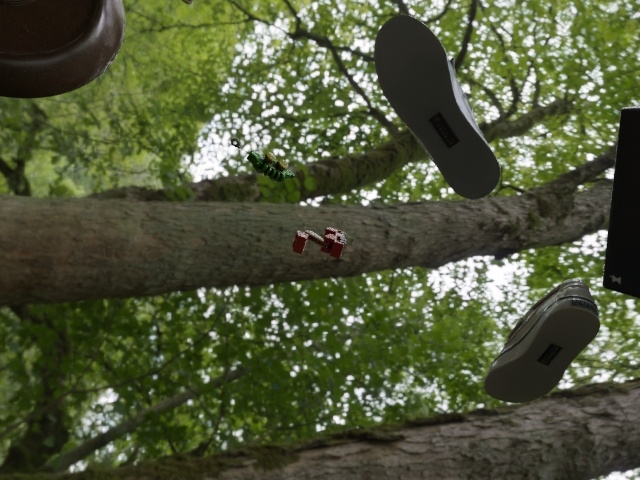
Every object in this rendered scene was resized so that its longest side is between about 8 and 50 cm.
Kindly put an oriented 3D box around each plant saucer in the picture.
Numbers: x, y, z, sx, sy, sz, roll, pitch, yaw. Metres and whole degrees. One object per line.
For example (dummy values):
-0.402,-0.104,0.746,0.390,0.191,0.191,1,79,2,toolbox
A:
-0.238,-0.194,0.356,0.029,0.169,0.168,-21,-108,60,plant saucer

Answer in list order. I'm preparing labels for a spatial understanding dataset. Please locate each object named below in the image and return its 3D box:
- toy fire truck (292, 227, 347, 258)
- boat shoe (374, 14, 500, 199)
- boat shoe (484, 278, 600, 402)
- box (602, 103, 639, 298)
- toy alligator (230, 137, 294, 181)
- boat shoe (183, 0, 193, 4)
0.000,0.000,1.273,0.192,0.135,0.047,-75,-177,-73,toy fire truck
0.231,-0.255,0.907,0.136,0.156,0.367,-33,-88,20,boat shoe
0.351,0.168,0.763,0.096,0.088,0.267,20,-49,10,boat shoe
0.609,-0.076,0.717,0.183,0.294,0.296,24,-52,54,box
-0.147,-0.191,1.178,0.056,0.190,0.051,-38,-142,37,toy alligator
-0.324,-0.612,1.065,0.048,0.153,0.056,-14,-124,12,boat shoe
